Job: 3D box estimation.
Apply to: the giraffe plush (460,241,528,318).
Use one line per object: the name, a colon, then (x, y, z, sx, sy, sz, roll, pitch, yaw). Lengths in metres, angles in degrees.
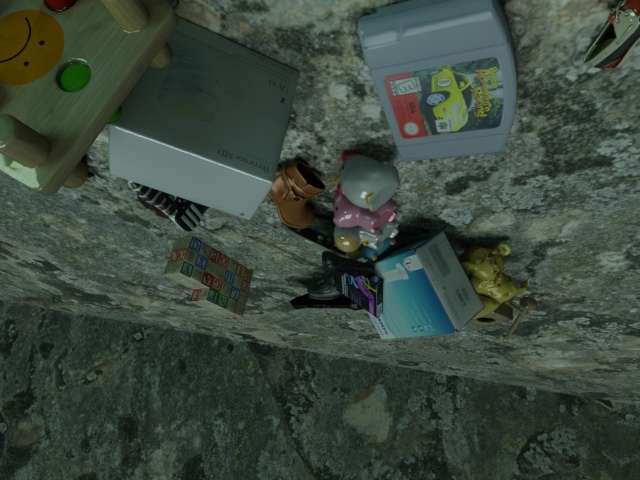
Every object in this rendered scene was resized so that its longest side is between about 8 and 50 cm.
giraffe plush: (0.415, 0.087, 1.117, 0.210, 0.181, 0.171, 14, 142, 51)

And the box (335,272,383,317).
box: (0.100, 0.120, 1.174, 0.162, 0.029, 0.116, 32, 138, 42)

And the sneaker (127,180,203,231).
sneaker: (-0.408, -0.133, 1.022, 0.162, 0.106, 0.281, 16, 148, 34)

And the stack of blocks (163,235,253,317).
stack of blocks: (-0.370, 0.130, 1.462, 0.087, 0.171, 0.297, -9, 148, 34)

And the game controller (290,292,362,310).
game controller: (0.049, 0.200, 1.501, 0.319, 0.067, 0.166, -7, 175, 40)

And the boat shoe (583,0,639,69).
boat shoe: (0.367, -0.263, 0.527, 0.043, 0.049, 0.137, 8, 159, 10)

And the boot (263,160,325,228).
boot: (-0.043, -0.098, 0.990, 0.152, 0.073, 0.197, -19, 145, 39)

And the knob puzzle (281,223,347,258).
knob puzzle: (0.000, 0.000, 1.143, 0.213, 0.030, 0.213, 25, -176, -2)

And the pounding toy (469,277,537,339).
pounding toy: (0.494, 0.183, 1.239, 0.094, 0.181, 0.206, 22, 152, -23)

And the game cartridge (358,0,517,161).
game cartridge: (0.191, -0.226, 0.661, 0.195, 0.060, 0.294, -6, 150, 22)

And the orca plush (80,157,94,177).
orca plush: (-0.611, -0.186, 0.975, 0.151, 0.102, 0.287, 16, 154, -13)

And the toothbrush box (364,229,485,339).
toothbrush box: (0.233, 0.127, 1.133, 0.126, 0.217, 0.295, -28, 179, -33)

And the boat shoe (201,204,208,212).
boat shoe: (-0.300, -0.109, 1.095, 0.049, 0.042, 0.133, 37, 152, 2)

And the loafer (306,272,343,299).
loafer: (0.073, 0.127, 1.411, 0.267, 0.096, 0.084, -8, 130, 20)

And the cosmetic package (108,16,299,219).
cosmetic package: (-0.173, -0.185, 0.676, 0.223, 0.225, 0.138, 18, 154, -18)

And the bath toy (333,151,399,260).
bath toy: (0.087, -0.067, 0.955, 0.151, 0.129, 0.348, -34, 156, -10)

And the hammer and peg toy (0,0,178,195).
hammer and peg toy: (-0.308, -0.260, 0.503, 0.265, 0.362, 0.127, 28, 171, 8)

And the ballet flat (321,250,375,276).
ballet flat: (0.073, 0.056, 1.059, 0.173, 0.049, 0.057, 14, 143, -43)
